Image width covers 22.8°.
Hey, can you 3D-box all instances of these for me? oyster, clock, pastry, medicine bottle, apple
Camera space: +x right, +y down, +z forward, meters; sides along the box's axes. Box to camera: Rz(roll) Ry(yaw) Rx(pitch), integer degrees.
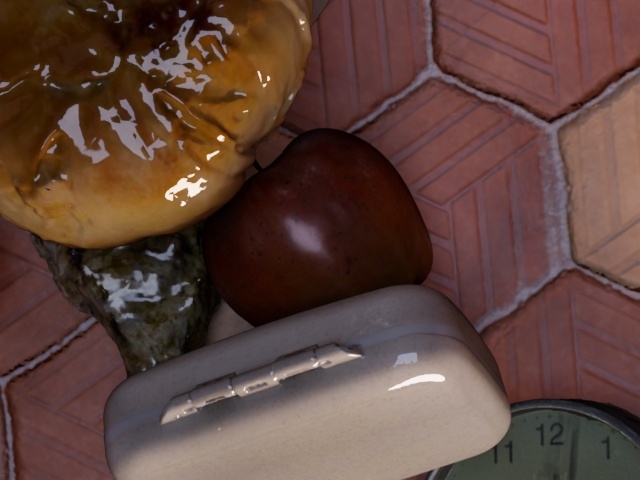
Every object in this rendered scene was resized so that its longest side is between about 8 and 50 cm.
[{"bbox_3d":[-0.199,0.003,1.686,0.204,0.111,0.396,-28,83,1],"label":"oyster"},{"bbox_3d":[0.236,0.313,1.592,0.319,0.066,0.319,-9,74,32],"label":"clock"},{"bbox_3d":[-0.203,-0.187,1.553,0.409,0.245,0.409,-1,83,9],"label":"pastry"},{"bbox_3d":[-0.012,0.172,1.569,0.375,0.282,0.123,-21,55,14],"label":"medicine bottle"},{"bbox_3d":[0.001,-0.001,1.613,0.234,0.234,0.234,0,89,5],"label":"apple"}]

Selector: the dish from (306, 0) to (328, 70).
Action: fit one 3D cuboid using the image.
[{"bbox_3d":[-0.077,-0.291,1.691,0.224,0.078,0.246,-11,88,3],"label":"dish"}]
